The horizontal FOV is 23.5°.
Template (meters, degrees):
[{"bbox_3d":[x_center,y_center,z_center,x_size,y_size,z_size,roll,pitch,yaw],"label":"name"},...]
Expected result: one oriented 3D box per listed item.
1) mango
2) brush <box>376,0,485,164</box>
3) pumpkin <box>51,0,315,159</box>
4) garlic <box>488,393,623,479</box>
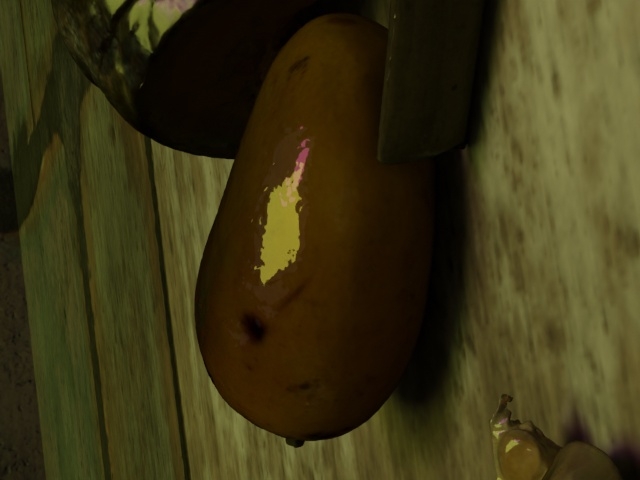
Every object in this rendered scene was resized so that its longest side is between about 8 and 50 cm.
[{"bbox_3d":[0.000,0.003,0.608,0.115,0.090,0.178,-104,25,-50],"label":"mango"},{"bbox_3d":[0.046,-0.131,0.480,0.036,0.043,0.248,-129,36,-50],"label":"brush"},{"bbox_3d":[-0.049,-0.134,0.653,0.248,0.126,0.131,106,151,-51],"label":"pumpkin"},{"bbox_3d":[0.058,0.113,0.464,0.074,0.094,0.113,26,124,22],"label":"garlic"}]
